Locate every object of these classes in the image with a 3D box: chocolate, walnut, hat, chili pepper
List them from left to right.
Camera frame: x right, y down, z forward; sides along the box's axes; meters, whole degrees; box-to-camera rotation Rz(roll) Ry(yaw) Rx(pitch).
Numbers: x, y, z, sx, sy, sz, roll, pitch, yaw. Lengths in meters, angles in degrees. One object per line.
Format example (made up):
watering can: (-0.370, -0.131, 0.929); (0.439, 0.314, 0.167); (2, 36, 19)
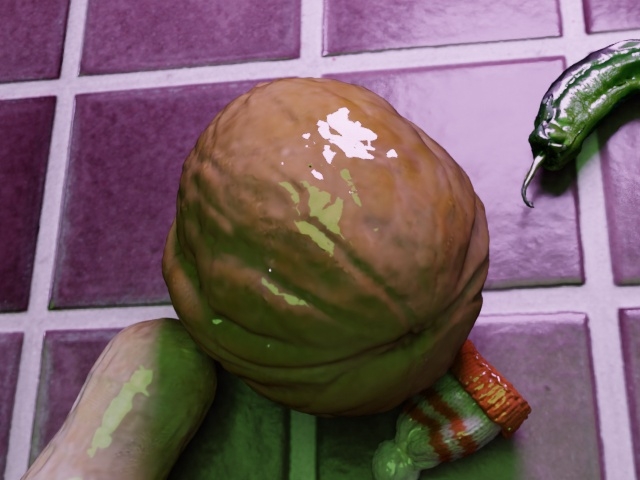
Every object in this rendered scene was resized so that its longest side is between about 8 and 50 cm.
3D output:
chocolate: (-0.209, 0.213, 0.944); (0.134, 0.134, 0.309); (21, 71, 17)
walnut: (0.000, 0.000, 0.895); (0.333, 0.333, 0.332); (-4, 67, 9)
hat: (0.113, 0.181, 0.920); (0.162, 0.093, 0.112); (-38, 40, 0)
chili pepper: (0.303, -0.137, 1.029); (0.279, 0.065, 0.122); (-30, 62, -8)
